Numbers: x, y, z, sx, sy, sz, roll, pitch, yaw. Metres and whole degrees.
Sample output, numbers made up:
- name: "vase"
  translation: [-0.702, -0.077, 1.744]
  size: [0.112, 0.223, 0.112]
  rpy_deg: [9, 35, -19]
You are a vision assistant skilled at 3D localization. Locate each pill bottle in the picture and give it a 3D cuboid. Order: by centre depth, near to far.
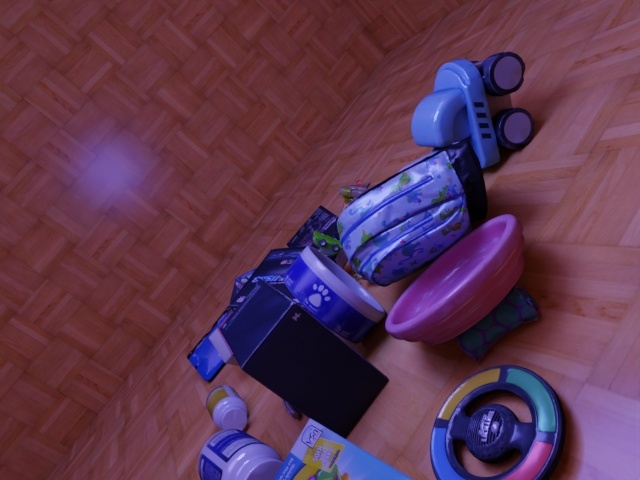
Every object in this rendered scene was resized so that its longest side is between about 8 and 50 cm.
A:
- name: "pill bottle"
  translation: [-0.170, 0.530, 1.076]
  size: [0.264, 0.153, 0.153]
  rpy_deg: [-15, 38, 59]
- name: "pill bottle"
  translation: [-0.279, 0.512, 1.432]
  size: [0.103, 0.103, 0.184]
  rpy_deg: [-53, 19, -13]

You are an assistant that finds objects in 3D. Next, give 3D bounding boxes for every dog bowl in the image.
- name: "dog bowl"
  translation: [0.035, 0.136, 1.214]
  size: [0.104, 0.265, 0.265]
  rpy_deg: [-50, 18, 4]

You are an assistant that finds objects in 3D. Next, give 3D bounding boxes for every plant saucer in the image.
- name: "plant saucer"
  translation: [0.273, 0.089, 0.938]
  size: [0.332, 0.084, 0.332]
  rpy_deg: [-43, -1, -1]

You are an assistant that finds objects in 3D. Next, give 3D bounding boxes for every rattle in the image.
- name: "rattle"
  translation: [0.145, -0.165, 1.928]
  size: [0.130, 0.143, 0.200]
  rpy_deg: [-11, 11, 10]

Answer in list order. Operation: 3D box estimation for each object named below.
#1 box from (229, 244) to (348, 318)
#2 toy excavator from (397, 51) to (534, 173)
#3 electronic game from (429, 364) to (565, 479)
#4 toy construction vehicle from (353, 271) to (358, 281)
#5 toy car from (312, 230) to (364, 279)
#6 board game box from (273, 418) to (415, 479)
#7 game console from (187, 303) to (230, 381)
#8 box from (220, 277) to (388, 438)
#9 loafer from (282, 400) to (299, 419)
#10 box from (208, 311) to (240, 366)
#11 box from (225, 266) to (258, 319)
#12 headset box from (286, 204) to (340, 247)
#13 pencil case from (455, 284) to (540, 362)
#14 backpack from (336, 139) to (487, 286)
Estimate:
- name: "box"
  translation: [-0.094, 0.129, 1.497]
  size: [0.295, 0.073, 0.293]
  rpy_deg: [-4, 33, 32]
- name: "toy excavator"
  translation: [0.333, -0.248, 1.311]
  size: [0.445, 0.433, 0.222]
  rpy_deg: [-21, 18, -7]
- name: "electronic game"
  translation: [0.263, 0.295, 0.731]
  size: [0.229, 0.048, 0.229]
  rpy_deg: [-42, 19, 18]
- name: "toy construction vehicle"
  translation: [0.099, 0.128, 1.455]
  size: [0.086, 0.035, 0.098]
  rpy_deg: [-38, 13, 26]
- name: "toy car"
  translation: [0.073, 0.036, 1.425]
  size: [0.239, 0.225, 0.053]
  rpy_deg: [-95, 30, -65]
- name: "board game box"
  translation: [0.030, 0.474, 0.777]
  size: [0.336, 0.079, 0.254]
  rpy_deg: [1, 52, 55]
- name: "game console"
  translation: [-0.392, 0.423, 1.983]
  size: [0.250, 0.173, 0.293]
  rpy_deg: [34, 83, 40]
- name: "box"
  translation: [-0.054, 0.264, 1.111]
  size: [0.183, 0.296, 0.294]
  rpy_deg: [-51, 18, -10]
- name: "loafer"
  translation: [-0.074, 0.422, 1.247]
  size: [0.039, 0.045, 0.125]
  rpy_deg: [-44, 15, -6]
- name: "box"
  translation: [-0.236, 0.303, 1.619]
  size: [0.232, 0.148, 0.127]
  rpy_deg: [-48, 55, 4]
- name: "box"
  translation: [-0.251, 0.203, 1.685]
  size: [0.159, 0.044, 0.233]
  rpy_deg: [-27, -35, -48]
- name: "headset box"
  translation: [0.000, 0.000, 1.800]
  size: [0.218, 0.110, 0.293]
  rpy_deg: [-49, 18, 1]
- name: "pencil case"
  translation: [0.320, 0.150, 0.860]
  size: [0.151, 0.064, 0.070]
  rpy_deg: [-43, 62, 19]
- name: "backpack"
  translation: [0.213, -0.048, 1.132]
  size: [0.355, 0.273, 0.290]
  rpy_deg: [-14, -15, 15]
